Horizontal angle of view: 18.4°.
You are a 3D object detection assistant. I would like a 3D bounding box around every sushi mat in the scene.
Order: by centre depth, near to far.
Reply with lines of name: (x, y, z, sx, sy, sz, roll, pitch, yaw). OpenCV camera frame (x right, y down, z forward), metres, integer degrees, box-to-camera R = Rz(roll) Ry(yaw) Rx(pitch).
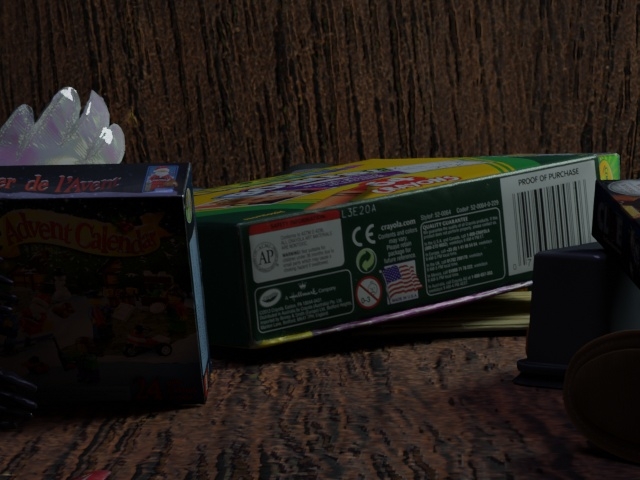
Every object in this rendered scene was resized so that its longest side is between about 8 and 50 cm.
sushi mat: (0.172, 0.059, 1.647, 0.317, 0.019, 0.151, -2, 6, -4)

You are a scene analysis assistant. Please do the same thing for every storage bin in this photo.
storage bin: (0.191, 0.048, 1.367, 0.098, 0.091, 0.135, 3, 5, 37)

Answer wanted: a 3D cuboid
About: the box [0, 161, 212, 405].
box: (-0.192, 0.031, 1.258, 0.233, 0.159, 0.044, -1, 33, 5)

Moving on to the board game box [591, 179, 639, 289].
board game box: (0.278, 0.011, 1.231, 0.165, 0.042, 0.243, 0, 16, -7)

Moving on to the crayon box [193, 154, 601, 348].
crayon box: (0.000, 0.000, 1.656, 0.363, 0.106, 0.313, -11, 9, -35)

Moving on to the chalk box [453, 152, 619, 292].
chalk box: (0.204, -0.017, 1.897, 0.132, 0.132, 0.213, 2, 5, 40)

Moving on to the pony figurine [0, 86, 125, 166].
pony figurine: (-0.339, -0.051, 1.483, 0.303, 0.351, 0.363, 41, -9, -7)

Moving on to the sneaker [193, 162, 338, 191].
sneaker: (-0.084, 0.002, 1.902, 0.267, 0.101, 0.106, -18, 43, -3)

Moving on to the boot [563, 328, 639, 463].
boot: (0.248, 0.089, 1.089, 0.197, 0.073, 0.152, 1, -2, 42)

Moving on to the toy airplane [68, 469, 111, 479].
toy airplane: (-0.154, 0.127, 0.887, 0.151, 0.028, 0.151, -1, 3, 0)

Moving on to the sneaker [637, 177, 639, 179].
sneaker: (0.462, -0.007, 2.007, 0.319, 0.112, 0.131, 5, -10, 29)

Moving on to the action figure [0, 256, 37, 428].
action figure: (-0.261, 0.050, 1.085, 0.141, 0.164, 0.276, -4, -2, 26)
